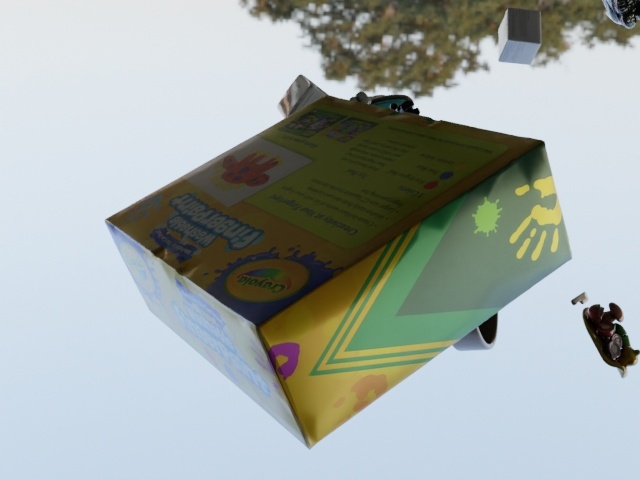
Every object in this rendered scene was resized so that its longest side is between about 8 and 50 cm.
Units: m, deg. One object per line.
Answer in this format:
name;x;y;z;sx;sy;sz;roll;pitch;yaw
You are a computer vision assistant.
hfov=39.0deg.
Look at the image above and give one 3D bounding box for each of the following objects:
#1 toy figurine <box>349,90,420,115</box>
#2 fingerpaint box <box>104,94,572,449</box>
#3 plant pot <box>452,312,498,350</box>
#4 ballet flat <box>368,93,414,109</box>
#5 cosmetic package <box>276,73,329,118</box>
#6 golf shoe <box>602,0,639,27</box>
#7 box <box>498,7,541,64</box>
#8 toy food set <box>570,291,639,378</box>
toy figurine;0.132;-0.246;2.224;0.209;0.213;0.148;9;163;-10
fingerpaint box;0.000;0.000;1.076;0.371;0.163;0.444;-32;-152;-21
plant pot;0.175;0.066;1.751;0.280;0.323;0.323;-10;-164;21
ballet flat;0.116;-0.360;2.615;0.315;0.108;0.106;-22;-142;11
cosmetic package;0.038;-0.196;1.646;0.231;0.085;0.117;33;-169;-22
golf shoe;0.715;-0.654;2.216;0.105;0.273;0.120;-27;-154;-11
box;0.501;-0.514;2.276;0.087;0.101;0.102;5;158;-2
toy food set;0.660;0.201;2.049;0.128;0.071;0.218;-1;-119;-55
